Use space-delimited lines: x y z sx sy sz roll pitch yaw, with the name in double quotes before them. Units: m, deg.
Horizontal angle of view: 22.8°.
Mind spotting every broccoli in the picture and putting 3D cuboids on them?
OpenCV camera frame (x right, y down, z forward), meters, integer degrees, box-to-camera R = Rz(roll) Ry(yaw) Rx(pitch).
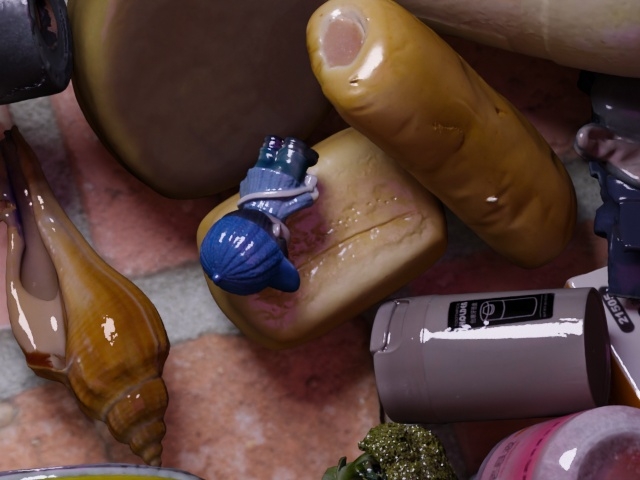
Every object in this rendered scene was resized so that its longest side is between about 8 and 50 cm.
"broccoli" 0.059 0.216 1.324 0.120 0.131 0.130 11 86 27

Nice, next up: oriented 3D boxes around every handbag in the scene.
"handbag" 0.343 -0.098 1.417 0.269 0.118 0.325 5 54 -5

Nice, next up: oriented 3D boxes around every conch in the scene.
"conch" -0.197 0.047 1.309 0.109 0.093 0.330 -37 62 20

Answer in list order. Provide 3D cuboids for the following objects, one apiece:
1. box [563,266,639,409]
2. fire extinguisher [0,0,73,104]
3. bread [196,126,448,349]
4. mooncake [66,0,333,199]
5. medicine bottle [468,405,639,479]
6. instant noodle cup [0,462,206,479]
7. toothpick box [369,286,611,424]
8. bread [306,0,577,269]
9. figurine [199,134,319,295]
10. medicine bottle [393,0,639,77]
"box" 0.359 0.130 1.386 0.221 0.091 0.273 -19 61 -19
"fire extinguisher" -0.395 -0.169 1.261 0.376 0.113 0.200 -11 70 6
"bread" 0.000 0.000 1.360 0.217 0.098 0.147 -28 82 -14
"mooncake" -0.103 -0.147 1.343 0.235 0.117 0.234 -5 103 -22
"medicine bottle" 0.200 0.215 1.285 0.147 0.247 0.147 4 76 -15
"instant noodle cup" -0.185 0.314 1.143 0.326 0.325 0.254 -2 68 -15
"toothpick box" 0.144 0.097 1.329 0.181 0.111 0.111 -5 76 21
"bread" 0.113 -0.095 1.336 0.305 0.091 0.142 37 23 -38
"figurine" -0.047 -0.021 1.268 0.077 0.079 0.136 8 79 32
"medicine bottle" 0.228 -0.263 1.325 0.406 0.235 0.235 17 71 20
